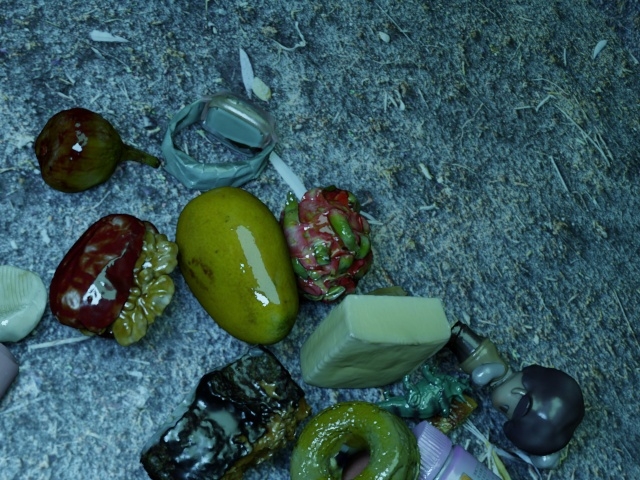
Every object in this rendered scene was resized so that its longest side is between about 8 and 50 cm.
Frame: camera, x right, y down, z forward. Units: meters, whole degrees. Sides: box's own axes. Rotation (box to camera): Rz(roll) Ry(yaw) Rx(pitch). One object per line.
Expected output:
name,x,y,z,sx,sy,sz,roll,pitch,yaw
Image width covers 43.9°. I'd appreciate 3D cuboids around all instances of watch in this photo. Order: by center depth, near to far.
watch,-0.253,-0.229,1.930,0.253,0.162,0.241,28,57,-4

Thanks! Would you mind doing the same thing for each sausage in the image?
sausage,0.083,0.479,1.642,0.062,0.062,0.154,42,50,6

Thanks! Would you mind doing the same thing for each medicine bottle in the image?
medicine bottle,0.277,0.525,1.627,0.291,0.178,0.178,39,49,3

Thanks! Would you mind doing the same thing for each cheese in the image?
cheese,0.110,0.222,1.704,0.242,0.265,0.124,7,57,-21

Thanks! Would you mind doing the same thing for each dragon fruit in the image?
dragon fruit,0.011,0.005,1.839,0.237,0.231,0.302,18,40,1

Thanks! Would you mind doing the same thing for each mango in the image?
mango,-0.169,0.059,1.680,0.221,0.264,0.378,-12,55,-34

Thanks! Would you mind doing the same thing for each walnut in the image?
walnut,-0.397,0.070,1.573,0.222,0.244,0.269,43,57,-52

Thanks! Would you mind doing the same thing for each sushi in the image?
sushi,-0.170,0.352,1.504,0.207,0.234,0.348,45,54,7

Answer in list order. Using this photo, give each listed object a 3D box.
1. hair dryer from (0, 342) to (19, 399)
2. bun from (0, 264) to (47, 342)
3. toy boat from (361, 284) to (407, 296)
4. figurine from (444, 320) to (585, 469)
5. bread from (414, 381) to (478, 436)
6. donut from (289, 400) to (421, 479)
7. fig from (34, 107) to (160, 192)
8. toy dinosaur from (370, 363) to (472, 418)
hair dryer,-0.739,0.229,1.393,0.352,0.125,0.210,24,49,0
bun,-0.607,0.133,1.519,0.183,0.102,0.183,0,42,0
toy boat,0.135,0.160,1.889,0.206,0.072,0.064,-11,46,-43
figurine,0.424,0.347,1.819,0.365,0.218,0.206,28,67,8
bread,0.264,0.377,1.810,0.136,0.054,0.154,44,50,15
donut,0.056,0.430,1.539,0.272,0.107,0.272,-11,55,16
fig,-0.515,-0.189,1.800,0.190,0.191,0.290,54,12,16
toy dinosaur,0.197,0.333,1.742,0.292,0.079,0.120,0,74,-11
